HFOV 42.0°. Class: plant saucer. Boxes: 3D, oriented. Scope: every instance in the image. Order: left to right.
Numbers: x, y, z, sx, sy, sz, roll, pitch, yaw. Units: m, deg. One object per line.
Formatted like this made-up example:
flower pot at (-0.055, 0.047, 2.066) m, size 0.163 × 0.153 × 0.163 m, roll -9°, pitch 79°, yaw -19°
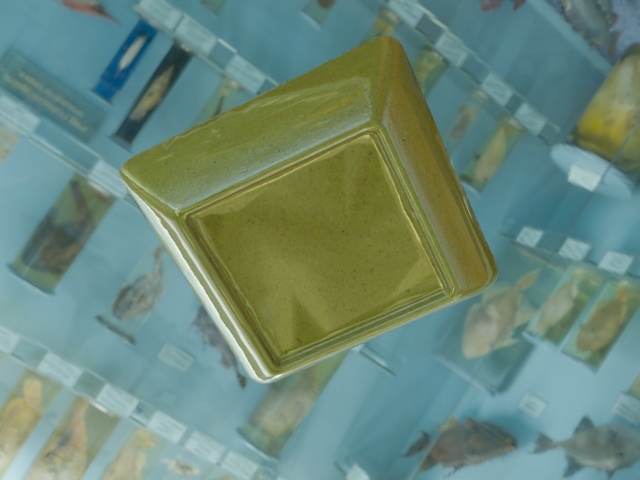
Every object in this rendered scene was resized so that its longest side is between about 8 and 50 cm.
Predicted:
plant saucer at (0.000, 0.000, 0.909) m, size 0.333 × 0.333 × 0.081 m, roll 61°, pitch -171°, yaw -27°
